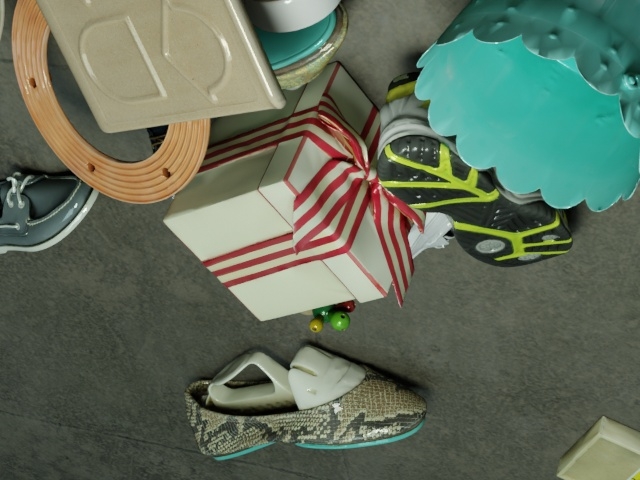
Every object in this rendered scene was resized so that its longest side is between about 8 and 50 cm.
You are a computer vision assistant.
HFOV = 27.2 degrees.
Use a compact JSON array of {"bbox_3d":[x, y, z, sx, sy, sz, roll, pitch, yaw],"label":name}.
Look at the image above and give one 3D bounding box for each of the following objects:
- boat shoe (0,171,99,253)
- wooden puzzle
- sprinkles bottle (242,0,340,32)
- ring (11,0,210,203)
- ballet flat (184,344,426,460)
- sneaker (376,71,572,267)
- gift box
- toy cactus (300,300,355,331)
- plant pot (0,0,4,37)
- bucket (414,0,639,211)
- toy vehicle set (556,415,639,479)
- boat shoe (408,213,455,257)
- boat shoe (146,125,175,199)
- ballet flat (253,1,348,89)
[{"bbox_3d":[-0.471,-0.051,2.072,0.319,0.116,0.099,-12,135,43],"label":"boat shoe"},{"bbox_3d":[-0.205,-0.289,1.522,0.348,0.080,0.322,0,122,44],"label":"wooden puzzle"},{"bbox_3d":[-0.077,-0.401,1.449,0.121,0.121,0.355,2,137,25],"label":"sprinkles bottle"},{"bbox_3d":[-0.270,-0.206,1.714,0.337,0.032,0.336,20,125,30],"label":"ring"},{"bbox_3d":[-0.054,0.266,2.229,0.483,0.164,0.182,-12,110,39],"label":"ballet flat"},{"bbox_3d":[0.210,-0.084,1.684,0.145,0.147,0.385,-18,146,28],"label":"sneaker"},{"bbox_3d":[-0.015,-0.040,1.735,0.258,0.276,0.255,-17,133,38],"label":"gift box"},{"bbox_3d":[-0.031,0.071,2.009,0.219,0.112,0.180,20,174,24],"label":"toy cactus"},{"bbox_3d":[-0.606,-0.313,1.748,0.274,0.256,0.256,12,144,39],"label":"plant pot"},{"bbox_3d":[0.263,-0.183,1.435,0.281,0.183,0.281,30,157,14],"label":"bucket"},{"bbox_3d":[0.539,0.389,2.155,0.267,0.035,0.166,25,142,-3],"label":"toy vehicle set"},{"bbox_3d":[0.159,-0.020,1.842,0.063,0.066,0.184,28,133,-5],"label":"boat shoe"},{"bbox_3d":[-0.214,-0.137,1.863,0.065,0.083,0.183,-4,135,30],"label":"boat shoe"},{"bbox_3d":[-0.084,-0.226,1.681,0.349,0.123,0.123,-10,132,36],"label":"ballet flat"}]
